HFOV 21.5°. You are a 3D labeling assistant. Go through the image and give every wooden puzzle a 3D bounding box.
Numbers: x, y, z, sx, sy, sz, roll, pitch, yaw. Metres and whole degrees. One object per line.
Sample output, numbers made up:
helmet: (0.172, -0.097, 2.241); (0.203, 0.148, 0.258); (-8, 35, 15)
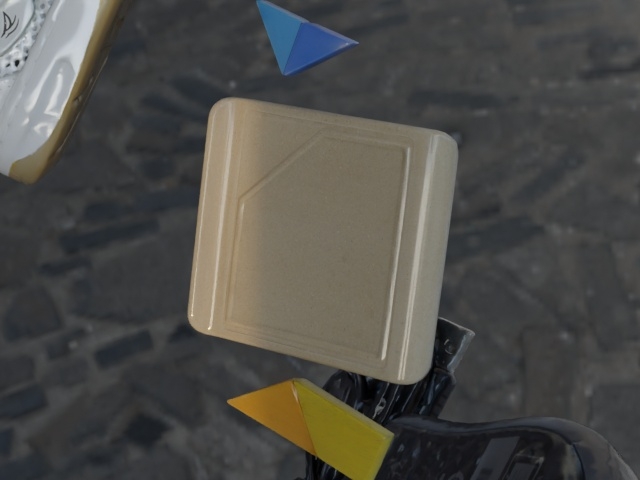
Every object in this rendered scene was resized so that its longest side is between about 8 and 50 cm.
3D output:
wooden puzzle: (0.000, 0.000, 0.452); (0.078, 0.116, 0.014); (19, 14, 25)

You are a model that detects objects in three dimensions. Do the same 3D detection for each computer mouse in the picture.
computer mouse: (0.056, 0.124, 0.663); (0.188, 0.072, 0.272); (-57, 19, -10)

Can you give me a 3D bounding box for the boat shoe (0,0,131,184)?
boat shoe: (-0.100, -0.165, 0.675); (0.096, 0.277, 0.098); (23, 1, -6)
